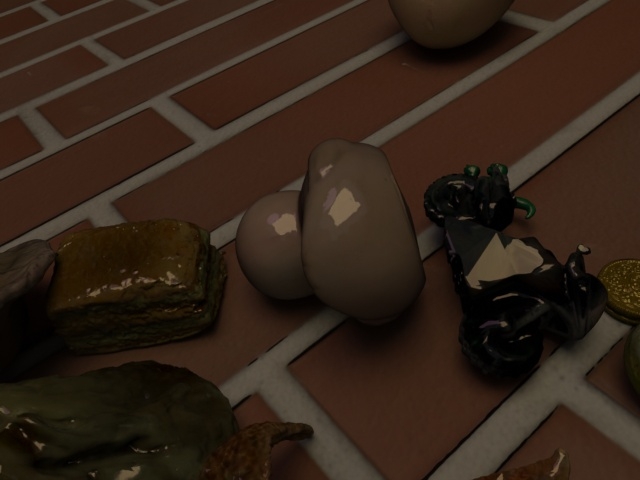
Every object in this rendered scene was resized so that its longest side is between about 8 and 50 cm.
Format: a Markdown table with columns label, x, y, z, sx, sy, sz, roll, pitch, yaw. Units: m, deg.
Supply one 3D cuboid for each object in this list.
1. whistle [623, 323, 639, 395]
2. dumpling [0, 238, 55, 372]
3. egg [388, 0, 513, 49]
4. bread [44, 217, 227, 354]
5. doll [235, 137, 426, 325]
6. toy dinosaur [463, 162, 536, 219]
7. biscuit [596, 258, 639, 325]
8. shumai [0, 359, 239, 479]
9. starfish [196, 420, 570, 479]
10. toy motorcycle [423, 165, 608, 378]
| label | x | y | z | sx | sy | sz | roll | pitch | yaw |
| --- | --- | --- | --- | --- | --- | --- | --- | --- | --- |
| whistle | 0.357 | 0.084 | 0.525 | 0.104 | 0.057 | 0.198 | 22 | 58 | 6 |
| dumpling | -0.408 | 0.096 | 0.613 | 0.293 | 0.163 | 0.205 | -8 | 7 | 41 |
| egg | 0.251 | -0.463 | 1.033 | 0.265 | 0.173 | 0.286 | 13 | 23 | 27 |
| bread | -0.223 | 0.050 | 0.656 | 0.197 | 0.102 | 0.138 | -7 | 47 | 2 |
| doll | 0.000 | 0.000 | 0.603 | 0.221 | 0.220 | 0.251 | -10 | 18 | 1 |
| toy dinosaur | 0.216 | -0.049 | 0.704 | 0.133 | 0.059 | 0.096 | 10 | 56 | 31 |
| biscuit | 0.350 | 0.056 | 0.589 | 0.084 | 0.023 | 0.083 | -6 | 45 | 6 |
| shumai | -0.213 | 0.180 | 0.458 | 0.272 | 0.203 | 0.222 | -29 | 48 | -22 |
| starfish | -0.017 | 0.299 | 0.357 | 0.385 | 0.132 | 0.397 | 0 | 49 | 8 |
| toy motorcycle | 0.211 | 0.019 | 0.593 | 0.159 | 0.106 | 0.270 | -9 | 51 | 7 |
